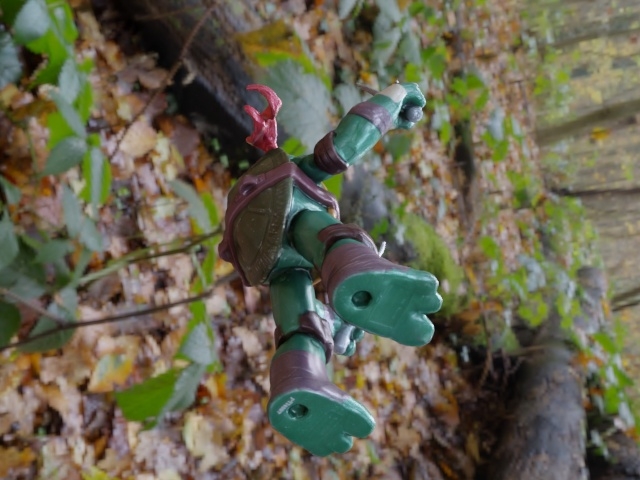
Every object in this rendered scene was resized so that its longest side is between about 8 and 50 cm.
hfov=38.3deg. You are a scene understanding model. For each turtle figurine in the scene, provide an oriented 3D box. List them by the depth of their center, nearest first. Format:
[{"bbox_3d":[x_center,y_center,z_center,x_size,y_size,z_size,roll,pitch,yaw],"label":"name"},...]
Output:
[{"bbox_3d":[0.000,0.000,0.536,0.234,0.118,0.175,-101,-163,-57],"label":"turtle figurine"}]
